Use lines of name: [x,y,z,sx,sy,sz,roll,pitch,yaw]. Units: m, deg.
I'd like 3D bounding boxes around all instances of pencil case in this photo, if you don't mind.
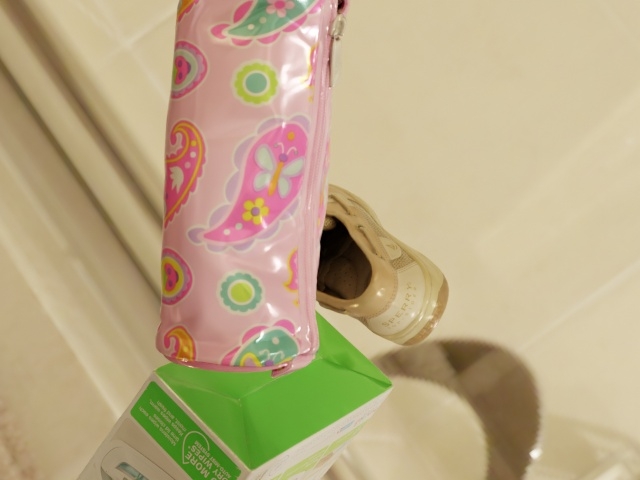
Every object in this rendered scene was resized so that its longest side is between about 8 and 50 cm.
pencil case: [-0.045,-0.052,0.958,0.124,0.284,0.124,6,-176,0]

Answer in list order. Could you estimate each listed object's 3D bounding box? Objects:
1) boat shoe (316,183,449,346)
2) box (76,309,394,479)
boat shoe: [0.000,0.000,1.495,0.110,0.341,0.121,25,93,-38]
box: [-0.089,0.203,1.260,0.231,0.127,0.262,-54,164,27]
